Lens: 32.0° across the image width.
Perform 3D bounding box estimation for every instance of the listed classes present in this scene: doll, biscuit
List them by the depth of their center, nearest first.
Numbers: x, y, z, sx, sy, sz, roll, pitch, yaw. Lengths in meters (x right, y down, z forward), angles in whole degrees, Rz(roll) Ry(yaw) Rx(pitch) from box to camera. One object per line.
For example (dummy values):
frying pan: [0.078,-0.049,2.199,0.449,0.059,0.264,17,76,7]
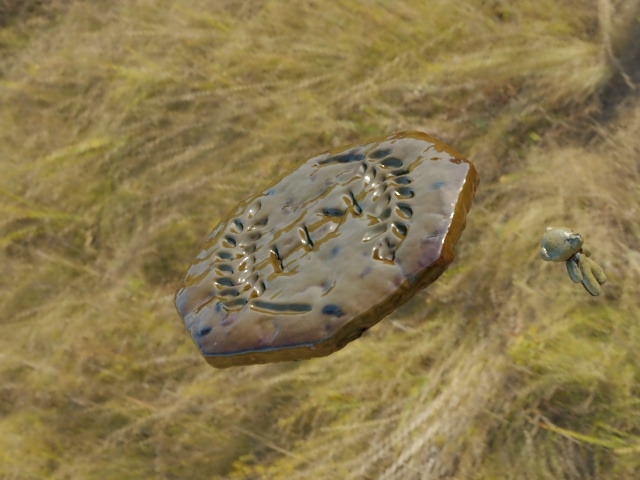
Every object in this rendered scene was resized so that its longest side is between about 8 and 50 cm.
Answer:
biscuit: [0.000,-0.001,1.177,0.359,0.046,0.359,-22,32,15]
doll: [0.299,0.023,1.326,0.051,0.093,0.061,-11,33,36]
